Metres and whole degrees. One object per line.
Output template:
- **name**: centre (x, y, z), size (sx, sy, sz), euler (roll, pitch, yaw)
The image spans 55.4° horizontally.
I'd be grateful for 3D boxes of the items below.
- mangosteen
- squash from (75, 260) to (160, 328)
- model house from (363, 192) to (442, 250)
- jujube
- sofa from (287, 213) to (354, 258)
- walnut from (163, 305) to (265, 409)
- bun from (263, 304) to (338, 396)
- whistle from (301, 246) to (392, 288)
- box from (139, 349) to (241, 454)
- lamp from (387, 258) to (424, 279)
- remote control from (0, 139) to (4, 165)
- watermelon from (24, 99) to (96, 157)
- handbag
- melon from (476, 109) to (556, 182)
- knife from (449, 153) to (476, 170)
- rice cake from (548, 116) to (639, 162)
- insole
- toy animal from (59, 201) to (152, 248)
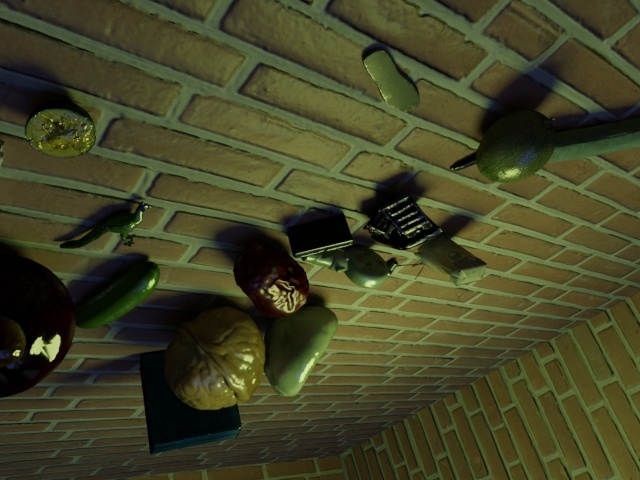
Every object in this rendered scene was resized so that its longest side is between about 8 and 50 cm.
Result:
- **mangosteen**: centre (-0.635, 0.175, 1.196), size (0.297, 0.293, 0.297), euler (-16, 121, -29)
- **squash**: centre (-0.482, 0.139, 1.438), size (0.292, 0.082, 0.082), euler (-32, 147, 23)
- **model house**: centre (0.180, -0.046, 1.454), size (0.165, 0.106, 0.152), euler (-30, 150, 12)
- **jujube**: centre (-0.120, 0.097, 1.488), size (0.155, 0.155, 0.230), euler (-23, 150, 9)
- **sofa**: centre (0.000, 0.000, 1.459), size (0.147, 0.085, 0.060), euler (-14, 147, -7)
- **walnut**: centre (-0.288, 0.323, 1.675), size (0.277, 0.252, 0.313), euler (-16, 150, 1)
- **bun**: centre (-0.083, 0.304, 1.800), size (0.187, 0.293, 0.293), euler (30, 142, 3)
- **whistle**: centre (0.072, 0.062, 1.578), size (0.258, 0.126, 0.067), euler (15, 126, -23)
- **box**: centre (-0.394, 0.467, 1.832), size (0.261, 0.279, 0.116), euler (-5, 149, -20)
- **lamp**: centre (0.242, 0.076, 1.766), size (0.121, 0.041, 0.054), euler (10, 131, -34)
- **remote control**: centre (-0.621, -0.074, 1.036), size (0.103, 0.056, 0.277), euler (6, 143, -36)
- **watermelon**: centre (-0.408, -0.181, 0.963), size (0.105, 0.062, 0.105), euler (-10, 142, -8)
- **handbag**: centre (0.353, 0.051, 1.666), size (0.117, 0.173, 0.095), euler (-6, 120, -38)
- **melon**: centre (0.418, -0.201, 1.291), size (0.139, 0.139, 0.192), euler (8, 144, -37)
- **knife**: centre (0.355, -0.187, 1.403), size (0.121, 0.018, 0.031), euler (-26, 156, 15)
- **rice cake**: centre (0.648, -0.237, 1.430), size (0.336, 0.063, 0.066), euler (-9, 146, -13)
- **insole**: centre (0.131, -0.289, 1.121), size (0.063, 0.010, 0.192), euler (-29, 147, 18)
- **toy animal**: centre (-0.427, -0.012, 1.252), size (0.217, 0.041, 0.075), euler (-25, 131, 16)
